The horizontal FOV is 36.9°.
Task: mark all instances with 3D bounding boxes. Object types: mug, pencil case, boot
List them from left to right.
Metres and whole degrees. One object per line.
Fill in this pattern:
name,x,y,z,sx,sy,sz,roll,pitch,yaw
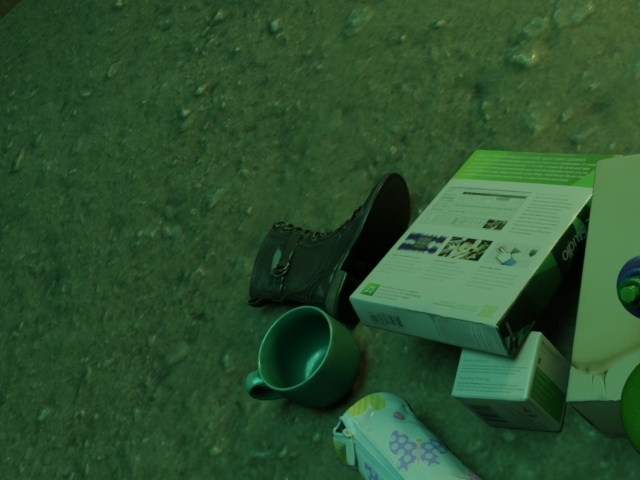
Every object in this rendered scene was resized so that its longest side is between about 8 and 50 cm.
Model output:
mug,-0.019,0.171,1.357,0.157,0.097,0.129,-5,58,41
boot,0.000,0.000,1.472,0.229,0.091,0.263,15,74,46
pencil case,0.124,0.289,1.120,0.113,0.124,0.273,-50,41,0

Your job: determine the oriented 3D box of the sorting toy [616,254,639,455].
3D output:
sorting toy,0.326,0.194,0.879,0.127,0.126,0.366,-14,85,35

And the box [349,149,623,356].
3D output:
box,0.218,0.001,1.218,0.232,0.058,0.322,9,47,46

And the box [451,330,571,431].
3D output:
box,0.228,0.166,1.133,0.102,0.101,0.087,-4,58,39

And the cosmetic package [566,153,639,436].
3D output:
cosmetic package,0.383,0.056,1.067,0.160,0.113,0.309,-8,55,37
